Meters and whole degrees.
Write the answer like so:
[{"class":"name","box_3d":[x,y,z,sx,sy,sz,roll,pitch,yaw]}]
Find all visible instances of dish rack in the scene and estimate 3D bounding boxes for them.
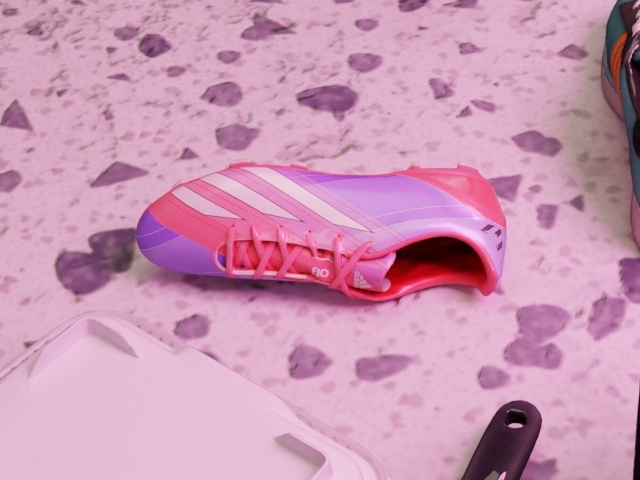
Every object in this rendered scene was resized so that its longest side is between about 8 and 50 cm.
[{"class":"dish rack","box_3d":[-0.141,0.171,0.729,0.285,0.072,0.333,25,50,31]}]

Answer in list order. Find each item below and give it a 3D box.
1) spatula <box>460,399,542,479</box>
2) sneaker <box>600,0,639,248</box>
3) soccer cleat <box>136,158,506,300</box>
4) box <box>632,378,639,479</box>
[{"class":"spatula","box_3d":[0.052,0.192,0.707,0.084,0.030,0.296,15,46,24]},{"class":"sneaker","box_3d":[0.260,-0.120,0.961,0.108,0.121,0.302,-1,42,5]},{"class":"soccer cleat","box_3d":[0.000,0.000,0.896,0.248,0.083,0.095,-3,46,-1]},{"class":"box","box_3d":[0.337,0.152,0.601,0.294,0.183,0.296,-14,41,-7]}]
